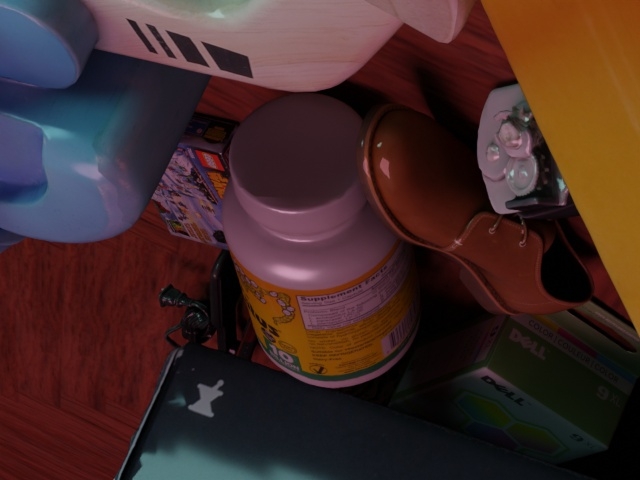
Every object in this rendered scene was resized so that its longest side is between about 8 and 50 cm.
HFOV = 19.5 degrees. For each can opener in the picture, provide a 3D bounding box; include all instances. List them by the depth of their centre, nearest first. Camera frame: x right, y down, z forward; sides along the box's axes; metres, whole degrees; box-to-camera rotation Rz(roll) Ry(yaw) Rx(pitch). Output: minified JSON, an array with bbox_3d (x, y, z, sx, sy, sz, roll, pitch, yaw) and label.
[{"bbox_3d":[0.186,-0.062,0.977,0.093,0.074,0.280,2,173,-35],"label":"can opener"}]

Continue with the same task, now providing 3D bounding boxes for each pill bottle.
[{"bbox_3d":[0.000,0.000,1.199,0.118,0.117,0.208,19,154,18],"label":"pill bottle"}]

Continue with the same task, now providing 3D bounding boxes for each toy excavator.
[{"bbox_3d":[-0.116,-0.122,0.986,0.445,0.222,0.433,16,154,13],"label":"toy excavator"}]

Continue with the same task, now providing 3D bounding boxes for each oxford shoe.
[{"bbox_3d":[0.098,-0.019,1.120,0.076,0.076,0.212,4,156,42],"label":"oxford shoe"}]

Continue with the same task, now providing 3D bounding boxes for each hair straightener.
[{"bbox_3d":[-0.082,0.052,1.476,0.089,0.047,0.230,27,159,3],"label":"hair straightener"}]

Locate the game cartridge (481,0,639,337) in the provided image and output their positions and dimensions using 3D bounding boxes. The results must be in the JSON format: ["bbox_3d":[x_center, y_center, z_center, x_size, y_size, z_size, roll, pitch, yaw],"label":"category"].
[{"bbox_3d":[0.209,-0.080,0.816,0.285,0.053,0.323,-5,118,49],"label":"game cartridge"}]

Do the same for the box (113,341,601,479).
[{"bbox_3d":[0.120,0.332,1.393,0.480,0.297,0.472,17,164,22],"label":"box"}]

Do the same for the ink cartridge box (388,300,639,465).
[{"bbox_3d":[0.146,0.103,1.311,0.109,0.062,0.209,34,154,-13],"label":"ink cartridge box"}]

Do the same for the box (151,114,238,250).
[{"bbox_3d":[-0.082,-0.041,1.308,0.094,0.027,0.137,16,152,26],"label":"box"}]
